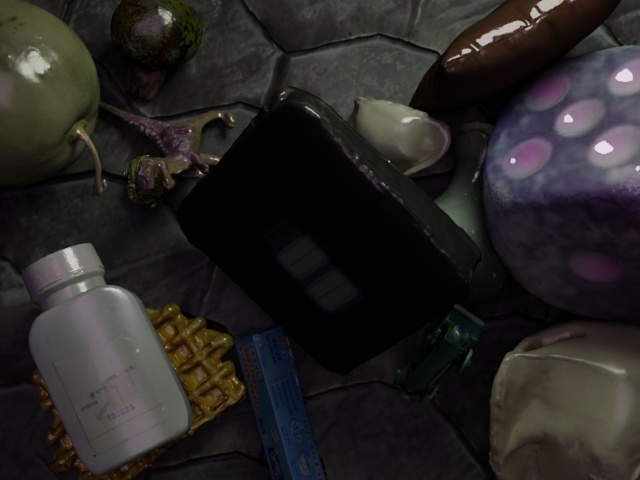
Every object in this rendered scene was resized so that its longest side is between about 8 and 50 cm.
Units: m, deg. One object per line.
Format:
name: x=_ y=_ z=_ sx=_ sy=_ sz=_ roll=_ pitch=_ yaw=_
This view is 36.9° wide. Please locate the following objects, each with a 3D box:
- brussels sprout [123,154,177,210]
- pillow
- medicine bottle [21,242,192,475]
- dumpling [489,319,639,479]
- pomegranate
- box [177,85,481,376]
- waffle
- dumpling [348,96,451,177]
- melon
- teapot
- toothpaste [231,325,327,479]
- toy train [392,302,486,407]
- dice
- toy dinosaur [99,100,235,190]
brussels sprout: x=-0.252 y=-0.086 z=1.415 sx=0.085 sy=0.058 sz=0.085 roll=1 pitch=100 yaw=7
pillow: x=0.270 y=-0.276 z=1.316 sx=0.305 sy=0.308 sz=0.108 roll=-33 pitch=90 yaw=-4
medicine bottle: x=-0.299 y=0.157 z=1.308 sx=0.161 sy=0.111 sz=0.296 roll=-27 pitch=85 yaw=-5
dumpling: x=0.406 y=0.266 z=1.355 sx=0.394 sy=0.233 sz=0.316 roll=1 pitch=117 yaw=-15
pomegranate: x=-0.252 y=-0.293 z=1.403 sx=0.125 sy=0.138 sz=0.163 roll=46 pitch=117 yaw=-7
box: x=0.000 y=0.000 z=1.277 sx=0.350 sy=0.359 sz=0.091 roll=44 pitch=47 yaw=-5
waffle: x=-0.262 y=0.227 z=1.383 sx=0.309 sy=0.065 sz=0.283 roll=7 pitch=83 yaw=3
dumpling: x=0.102 y=-0.132 z=1.393 sx=0.169 sy=0.100 sz=0.134 roll=17 pitch=99 yaw=13
melon: x=-0.447 y=-0.207 z=1.323 sx=0.307 sy=0.272 sz=0.272 roll=4 pitch=85 yaw=10
teapot: x=0.204 y=-0.038 z=1.370 sx=0.183 sy=0.183 sz=0.251 roll=24 pitch=74 yaw=1
toothpaste: x=-0.053 y=0.261 z=1.368 sx=0.066 sy=0.053 sz=0.272 roll=-15 pitch=89 yaw=-44
toy train: x=0.166 y=0.164 z=1.358 sx=0.070 sy=0.172 sz=0.099 roll=35 pitch=44 yaw=2
dice: x=0.391 y=-0.072 z=1.269 sx=0.270 sy=0.270 sz=0.271 roll=49 pitch=51 yaw=-36
toy dinosaur: x=-0.224 y=-0.153 z=1.401 sx=0.199 sy=0.072 sz=0.251 roll=-5 pitch=49 yaw=-29
